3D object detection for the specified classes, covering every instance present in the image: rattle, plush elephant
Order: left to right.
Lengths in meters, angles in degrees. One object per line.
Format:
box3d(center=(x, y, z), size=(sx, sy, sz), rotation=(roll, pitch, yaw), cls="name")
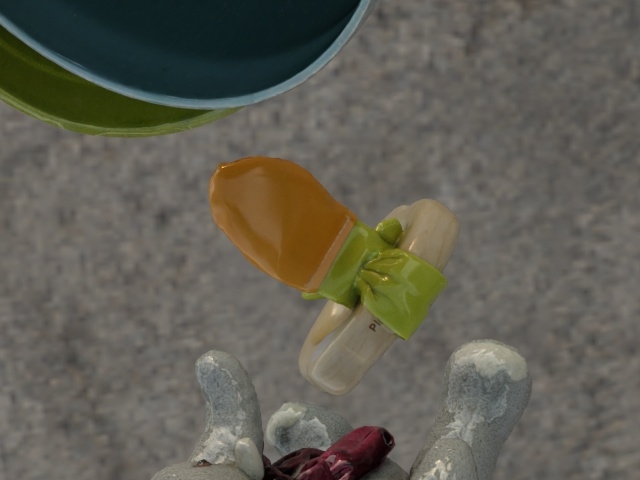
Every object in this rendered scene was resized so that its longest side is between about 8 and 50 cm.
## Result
box3d(center=(-0.036, 0.203, 1.441), size=(0.272, 0.255, 0.330), rotation=(-15, 53, 46), cls="plush elephant")
box3d(center=(0.000, 0.000, 1.103), size=(0.142, 0.200, 0.130), rotation=(21, 111, -3), cls="rattle")

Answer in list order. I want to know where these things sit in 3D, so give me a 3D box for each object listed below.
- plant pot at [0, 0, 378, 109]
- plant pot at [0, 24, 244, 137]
box3d(center=(-0.045, -0.233, 0.861), size=(0.293, 0.196, 0.293), rotation=(22, 134, 24), cls="plant pot")
box3d(center=(-0.182, -0.341, 1.766), size=(0.366, 0.366, 0.353), rotation=(-60, 23, 27), cls="plant pot")
